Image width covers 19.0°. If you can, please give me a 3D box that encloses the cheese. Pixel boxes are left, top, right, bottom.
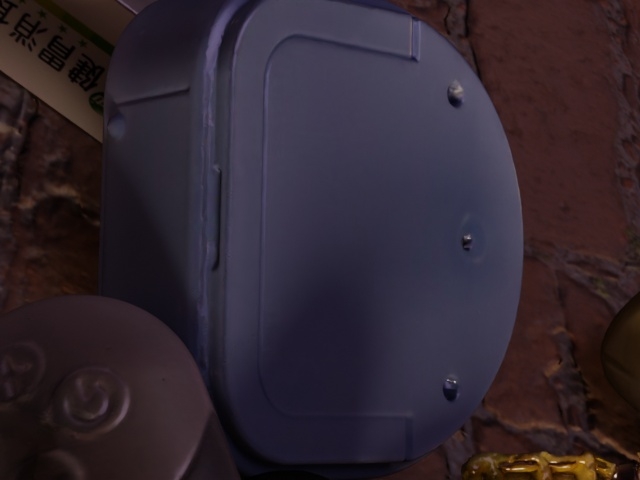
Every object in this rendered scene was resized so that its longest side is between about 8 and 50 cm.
[{"bbox_3d":[0.373,0.120,1.725,0.226,0.117,0.214,30,15,31],"label":"cheese"}]

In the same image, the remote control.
[{"bbox_3d":[-0.157,0.184,1.246,0.332,0.221,0.103,66,8,28],"label":"remote control"}]

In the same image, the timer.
[{"bbox_3d":[0.000,0.000,1.472,0.395,0.173,0.394,5,83,-45],"label":"timer"}]

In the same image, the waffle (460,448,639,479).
[{"bbox_3d":[0.252,0.259,1.523,0.309,0.065,0.283,41,69,14],"label":"waffle"}]

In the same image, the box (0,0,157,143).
[{"bbox_3d":[-0.200,-0.225,1.582,0.333,0.145,0.173,36,41,-10],"label":"box"}]

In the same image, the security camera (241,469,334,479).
[{"bbox_3d":[0.038,0.268,1.330,0.277,0.197,0.191,18,34,-47],"label":"security camera"}]
